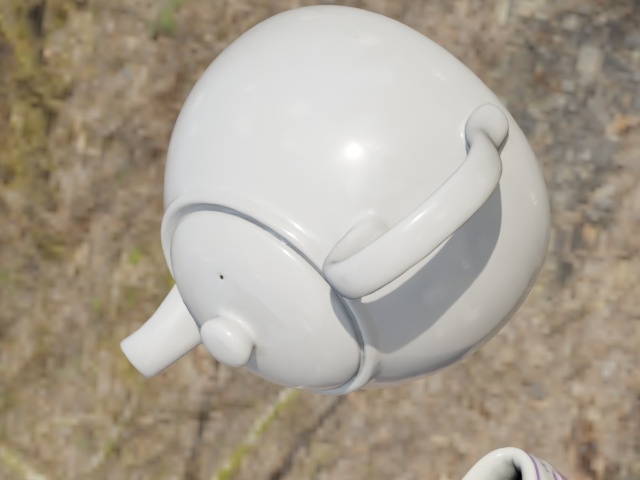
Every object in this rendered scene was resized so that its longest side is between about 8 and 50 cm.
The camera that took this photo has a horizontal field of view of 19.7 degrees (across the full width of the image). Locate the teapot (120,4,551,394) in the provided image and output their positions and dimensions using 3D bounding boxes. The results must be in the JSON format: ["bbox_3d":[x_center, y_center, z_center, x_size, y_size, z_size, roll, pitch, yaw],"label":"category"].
[{"bbox_3d":[0.000,0.000,1.074,0.252,0.187,0.256,24,145,27],"label":"teapot"}]

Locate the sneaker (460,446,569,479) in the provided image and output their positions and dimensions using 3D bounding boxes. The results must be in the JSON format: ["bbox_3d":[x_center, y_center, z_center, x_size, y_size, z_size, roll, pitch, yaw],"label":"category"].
[{"bbox_3d":[0.101,0.272,1.199,0.102,0.161,0.282,2,67,25],"label":"sneaker"}]
